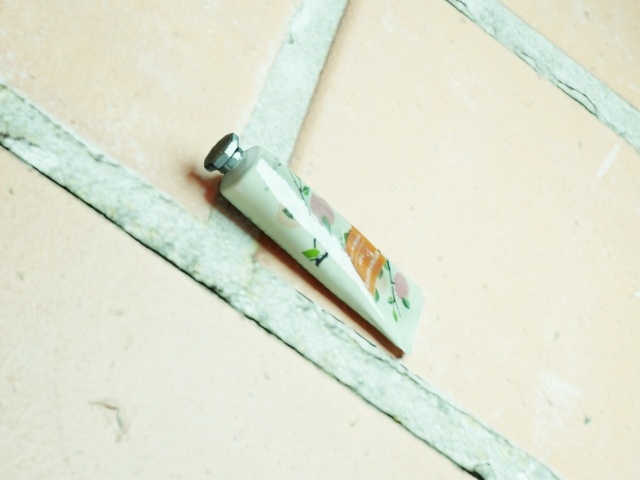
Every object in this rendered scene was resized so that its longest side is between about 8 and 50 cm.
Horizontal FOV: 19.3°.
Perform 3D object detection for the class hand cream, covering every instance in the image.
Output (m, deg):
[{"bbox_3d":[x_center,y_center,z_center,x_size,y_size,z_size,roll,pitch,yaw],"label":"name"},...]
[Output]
[{"bbox_3d":[0.000,0.000,1.544,0.234,0.050,0.080,41,39,-19],"label":"hand cream"}]
